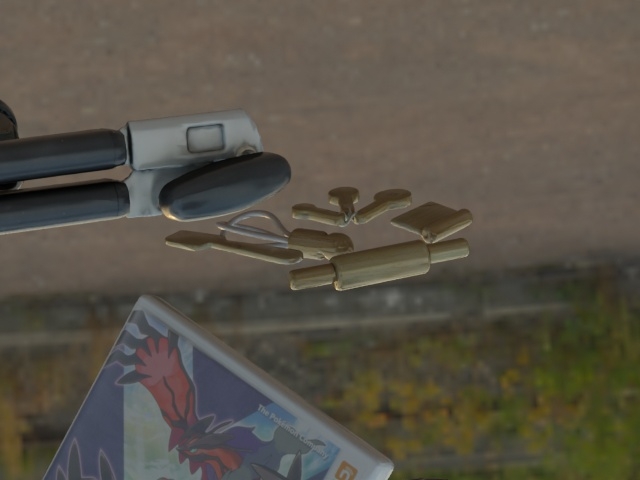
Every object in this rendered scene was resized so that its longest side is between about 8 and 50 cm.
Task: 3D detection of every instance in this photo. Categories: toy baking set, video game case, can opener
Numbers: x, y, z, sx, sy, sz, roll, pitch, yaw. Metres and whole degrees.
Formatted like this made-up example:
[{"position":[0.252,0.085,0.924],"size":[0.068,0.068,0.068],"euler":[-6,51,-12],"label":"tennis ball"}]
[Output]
[{"position":[0.004,0.002,1.619],"size":[0.256,0.030,0.197],"euler":[-13,-159,-22],"label":"toy baking set"},{"position":[-0.077,0.159,1.103],"size":[0.201,0.183,0.023],"euler":[32,-172,30],"label":"video game case"},{"position":[-0.160,-0.046,1.371],"size":[0.283,0.076,0.095],"euler":[-9,-168,-26],"label":"can opener"}]

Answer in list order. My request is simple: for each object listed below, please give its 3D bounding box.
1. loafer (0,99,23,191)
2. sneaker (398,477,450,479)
[{"position":[-0.366,-0.085,1.508],"size":[0.267,0.084,0.096],"euler":[2,129,-32],"label":"loafer"},{"position":[0.073,0.338,1.821],"size":[0.106,0.267,0.101],"euler":[-21,128,29],"label":"sneaker"}]
